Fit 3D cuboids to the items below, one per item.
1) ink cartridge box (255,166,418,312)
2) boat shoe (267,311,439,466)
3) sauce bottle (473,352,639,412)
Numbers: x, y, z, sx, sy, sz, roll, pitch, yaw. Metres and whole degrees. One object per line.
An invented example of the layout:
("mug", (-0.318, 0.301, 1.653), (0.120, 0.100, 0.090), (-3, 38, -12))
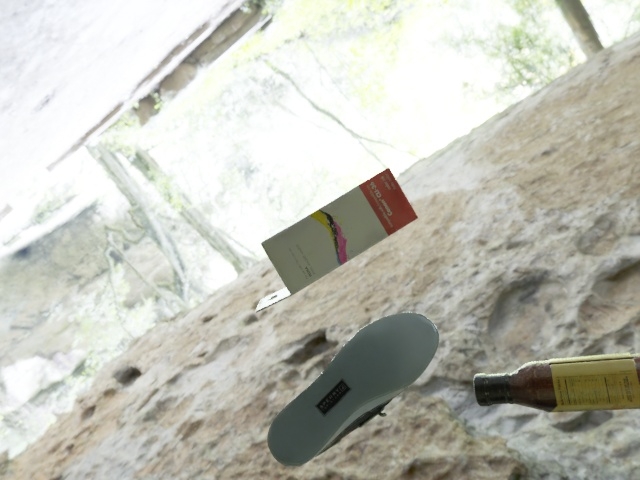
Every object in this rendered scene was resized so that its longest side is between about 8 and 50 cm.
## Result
("ink cartridge box", (0.000, 0.000, 0.607), (0.198, 0.067, 0.115), (-31, -179, -3))
("boat shoe", (0.058, 0.233, 0.828), (0.306, 0.113, 0.105), (-45, 157, -7))
("sauce bottle", (0.186, 0.112, 0.417), (0.128, 0.042, 0.042), (-11, -152, 29))
